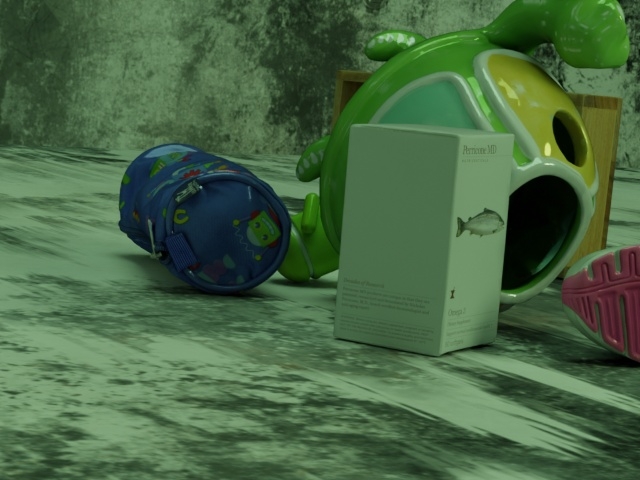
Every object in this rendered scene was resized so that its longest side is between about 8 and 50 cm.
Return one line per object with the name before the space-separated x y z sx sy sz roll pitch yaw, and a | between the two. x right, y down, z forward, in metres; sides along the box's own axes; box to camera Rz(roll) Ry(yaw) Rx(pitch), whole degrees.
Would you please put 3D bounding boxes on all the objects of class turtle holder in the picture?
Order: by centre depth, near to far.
turtle holder | 0.161 -0.070 1.729 0.320 0.243 0.227 -34 35 -9

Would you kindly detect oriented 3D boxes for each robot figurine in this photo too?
robot figurine | 0.000 0.000 1.859 0.115 0.067 0.101 -24 -29 -8

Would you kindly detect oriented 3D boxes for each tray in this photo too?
tray | 0.170 -0.086 2.215 0.076 0.203 0.411 1 7 -40

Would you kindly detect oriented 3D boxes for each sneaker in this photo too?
sneaker | 0.295 0.055 1.596 0.252 0.103 0.111 8 -1 -34

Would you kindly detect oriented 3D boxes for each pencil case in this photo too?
pencil case | -0.125 -0.024 1.853 0.133 0.119 0.306 -18 12 -12

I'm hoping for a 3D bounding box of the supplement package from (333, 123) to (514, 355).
supplement package | 0.086 -0.005 1.548 0.105 0.179 0.105 9 8 32
